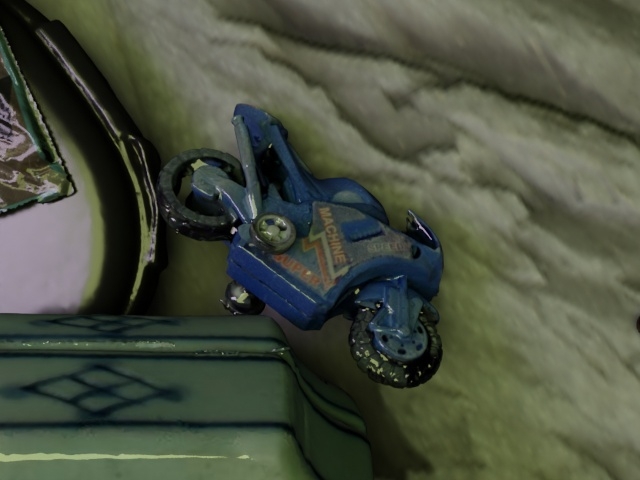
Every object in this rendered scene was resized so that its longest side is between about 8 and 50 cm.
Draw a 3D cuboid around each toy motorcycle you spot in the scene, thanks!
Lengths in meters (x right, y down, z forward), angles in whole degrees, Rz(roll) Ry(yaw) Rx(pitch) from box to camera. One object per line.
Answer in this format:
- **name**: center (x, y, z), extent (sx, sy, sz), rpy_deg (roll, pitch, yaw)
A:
- **toy motorcycle**: center (0.000, 0.000, 0.607), extent (0.205, 0.114, 0.076), rpy_deg (37, 141, 10)

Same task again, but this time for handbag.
- **handbag**: center (-0.235, -0.028, 0.649), extent (0.253, 0.093, 0.308), rpy_deg (-37, 85, 7)

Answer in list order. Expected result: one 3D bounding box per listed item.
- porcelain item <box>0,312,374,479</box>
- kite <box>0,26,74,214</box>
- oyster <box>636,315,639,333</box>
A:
- **porcelain item**: center (-0.115, 0.184, 0.555), extent (0.281, 0.157, 0.286), rpy_deg (0, 112, -5)
- **kite**: center (-0.314, -0.094, 0.606), extent (0.368, 0.014, 0.406), rpy_deg (22, 94, 8)
- **oyster**: center (0.288, 0.046, 0.568), extent (0.191, 0.081, 0.163), rpy_deg (-25, 82, 6)
